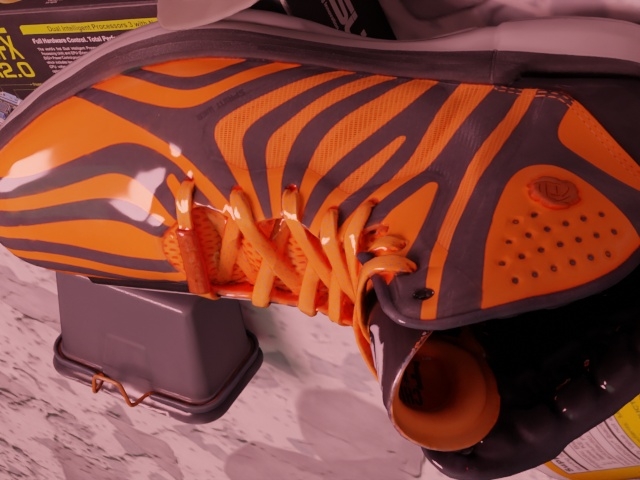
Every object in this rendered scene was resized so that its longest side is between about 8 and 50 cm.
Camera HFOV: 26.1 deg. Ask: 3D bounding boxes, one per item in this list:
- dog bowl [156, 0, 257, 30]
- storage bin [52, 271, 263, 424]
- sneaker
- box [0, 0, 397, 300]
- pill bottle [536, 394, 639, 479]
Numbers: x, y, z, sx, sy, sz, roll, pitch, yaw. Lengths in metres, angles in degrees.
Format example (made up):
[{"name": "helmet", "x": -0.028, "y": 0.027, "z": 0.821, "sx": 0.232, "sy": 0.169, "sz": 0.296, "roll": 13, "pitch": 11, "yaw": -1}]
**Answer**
[{"name": "dog bowl", "x": -0.134, "y": -0.226, "z": 0.487, "sx": 0.349, "sy": 0.102, "sz": 0.348, "roll": 22, "pitch": 156, "yaw": 10}, {"name": "storage bin", "x": -0.116, "y": 0.051, "z": 0.908, "sx": 0.135, "sy": 0.098, "sz": 0.091, "roll": 17, "pitch": 135, "yaw": 23}, {"name": "sneaker", "x": 0.000, "y": 0.000, "z": 0.551, "sx": 0.321, "sy": 0.180, "sz": 0.124, "roll": -7, "pitch": 131, "yaw": 12}, {"name": "box", "x": -0.067, "y": -0.058, "z": 0.739, "sx": 0.270, "sy": 0.060, "sz": 0.216, "roll": 3, "pitch": 138, "yaw": 37}, {"name": "pill bottle", "x": 0.156, "y": 0.050, "z": 0.640, "sx": 0.117, "sy": 0.117, "sz": 0.215, "roll": 44, "pitch": 147, "yaw": -19}]
